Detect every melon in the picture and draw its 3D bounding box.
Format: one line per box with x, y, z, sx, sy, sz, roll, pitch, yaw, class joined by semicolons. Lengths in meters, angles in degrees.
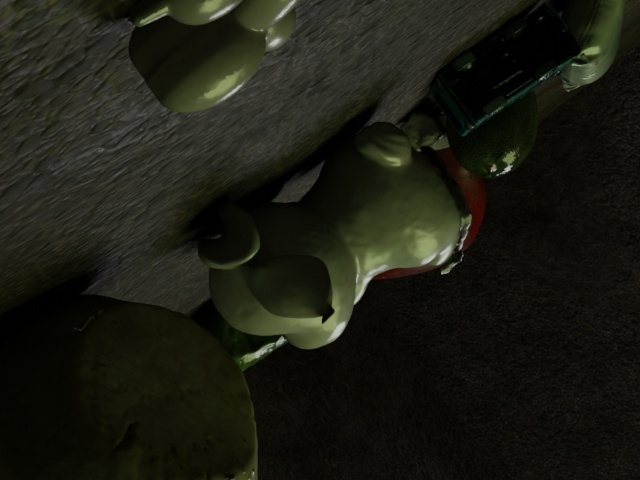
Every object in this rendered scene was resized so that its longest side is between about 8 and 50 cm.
0.211;-0.146;1.554;0.114;0.114;0.167;-43;-146;52;melon

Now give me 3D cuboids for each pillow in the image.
0.341;-0.272;1.591;0.254;0.078;0.144;3;101;-81;pillow

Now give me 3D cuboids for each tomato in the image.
0.122;-0.024;1.950;0.290;0.176;0.335;-32;175;-21;tomato

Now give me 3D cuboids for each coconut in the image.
-0.212;0.215;1.135;0.323;0.323;0.323;-36;175;-3;coconut

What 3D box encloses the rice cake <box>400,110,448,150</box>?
0.156;-0.146;1.684;0.057;0.052;0.256;-3;-176;15;rice cake

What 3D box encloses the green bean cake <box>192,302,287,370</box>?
-0.116;0.140;2.083;0.222;0.125;0.248;-34;175;-25;green bean cake

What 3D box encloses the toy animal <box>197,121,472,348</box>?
0.000;0.005;1.348;0.310;0.183;0.247;-28;167;-29;toy animal

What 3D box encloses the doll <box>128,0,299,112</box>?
-0.026;-0.120;0.569;0.160;0.059;0.161;-39;176;23;doll

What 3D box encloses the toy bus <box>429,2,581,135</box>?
0.213;-0.197;1.462;0.160;0.079;0.092;-35;176;-10;toy bus
